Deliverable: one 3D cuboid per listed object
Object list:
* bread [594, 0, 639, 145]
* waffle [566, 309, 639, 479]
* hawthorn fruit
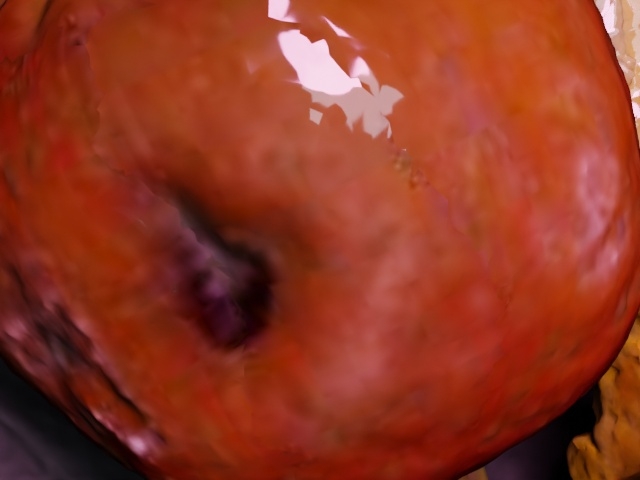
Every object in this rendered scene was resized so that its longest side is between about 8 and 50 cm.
[{"bbox_3d":[0.152,-0.092,0.679,0.174,0.121,0.245,5,82,-29],"label":"bread"},{"bbox_3d":[0.239,0.093,0.606,0.261,0.151,0.324,3,110,-23],"label":"waffle"},{"bbox_3d":[-0.010,-0.021,0.540,0.258,0.258,0.262,-53,140,-21],"label":"hawthorn fruit"}]
